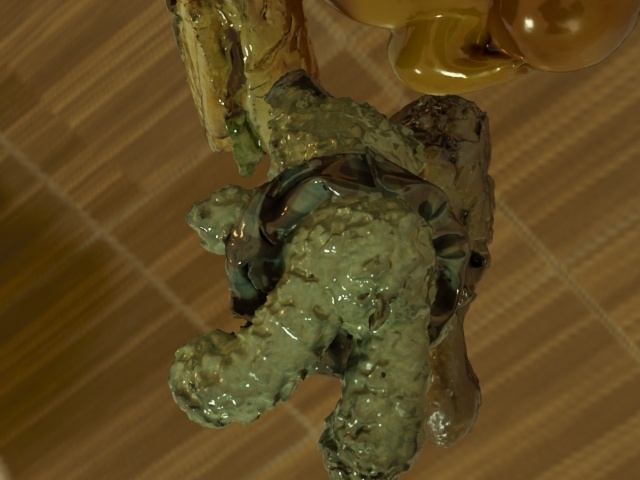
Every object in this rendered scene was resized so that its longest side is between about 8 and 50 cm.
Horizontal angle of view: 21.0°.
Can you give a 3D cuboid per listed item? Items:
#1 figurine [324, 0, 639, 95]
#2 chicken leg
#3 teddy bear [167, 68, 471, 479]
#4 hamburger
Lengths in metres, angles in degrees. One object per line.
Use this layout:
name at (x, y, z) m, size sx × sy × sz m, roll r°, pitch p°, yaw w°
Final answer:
figurine at (0.094, -0.196, 1.132) m, size 0.228 × 0.215 × 0.215 m, roll 23°, pitch 120°, yaw -23°
chicken leg at (0.063, 0.016, 0.959) m, size 0.069 × 0.085 × 0.197 m, roll -2°, pitch 88°, yaw 17°
teddy bear at (0.009, -0.004, 0.788) m, size 0.133 × 0.213 × 0.111 m, roll 22°, pitch 142°, yaw -19°
hamburger at (-0.036, -0.098, 1.076) m, size 0.087 × 0.102 × 0.176 m, roll -20°, pitch 154°, yaw -9°
